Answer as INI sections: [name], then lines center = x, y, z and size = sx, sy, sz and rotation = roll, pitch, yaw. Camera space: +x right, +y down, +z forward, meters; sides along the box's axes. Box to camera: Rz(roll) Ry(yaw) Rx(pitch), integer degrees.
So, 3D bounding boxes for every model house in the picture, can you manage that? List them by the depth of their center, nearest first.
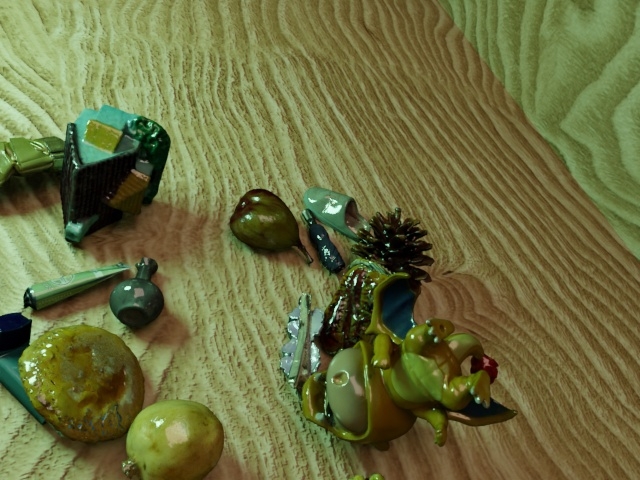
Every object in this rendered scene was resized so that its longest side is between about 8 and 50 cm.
[model house]
center = -0.523, -0.140, 1.204
size = 0.230, 0.280, 0.249
rotation = 18, 45, -14

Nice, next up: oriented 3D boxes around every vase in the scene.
[vase]
center = -0.427, 0.114, 1.177
size = 0.120, 0.120, 0.183
rotation = 12, 37, -17

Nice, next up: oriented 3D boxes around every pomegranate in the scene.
[pomegranate]
center = -0.291, 0.401, 0.961
size = 0.196, 0.196, 0.196
rotation = 13, 50, -16

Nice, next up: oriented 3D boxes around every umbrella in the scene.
[umbrella]
center = -0.003, -0.002, 1.499
size = 0.071, 0.071, 0.248
rotation = -13, 57, -33

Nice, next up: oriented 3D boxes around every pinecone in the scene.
[pinecone]
center = 0.202, 0.032, 1.431
size = 0.264, 0.264, 0.264
rotation = 13, 50, -16

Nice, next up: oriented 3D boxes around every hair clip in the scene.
[hair clip]
center = -0.048, 0.257, 1.241
size = 0.106, 0.084, 0.292
rotation = -13, 45, 19

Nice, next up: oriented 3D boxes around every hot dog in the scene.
[hot dog]
center = 0.094, 0.180, 1.296
size = 0.162, 0.082, 0.270
rotation = 21, 86, 28

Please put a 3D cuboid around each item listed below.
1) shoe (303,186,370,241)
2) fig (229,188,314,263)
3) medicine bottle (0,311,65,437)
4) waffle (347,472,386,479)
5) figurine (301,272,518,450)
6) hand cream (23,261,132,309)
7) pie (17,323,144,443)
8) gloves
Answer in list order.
[shoe]
center = 0.062, -0.097, 1.575
size = 0.251, 0.100, 0.103
rotation = 37, 48, 2
[fig]
center = -0.123, -0.026, 1.418
size = 0.274, 0.145, 0.170
rotation = 37, 48, -13
[medicine bottle]
center = -0.564, 0.268, 0.980
size = 0.258, 0.124, 0.079
rotation = 42, 19, 7
[waffle]
center = 0.143, 0.689, 1.010
size = 0.382, 0.095, 0.380
rotation = 34, 46, -1
[figurine]
center = 0.188, 0.325, 1.080
size = 0.401, 0.387, 0.268
rotation = 46, 36, -6
[hand cream]
center = -0.564, 0.096, 1.151
size = 0.235, 0.086, 0.055
rotation = -24, 111, -34
[pie]
center = -0.454, 0.280, 0.979
size = 0.273, 0.069, 0.273
rotation = 45, 21, -23
[gloves]
center = -0.788, -0.180, 1.208
size = 0.331, 0.141, 0.154
rotation = -25, 69, -37
